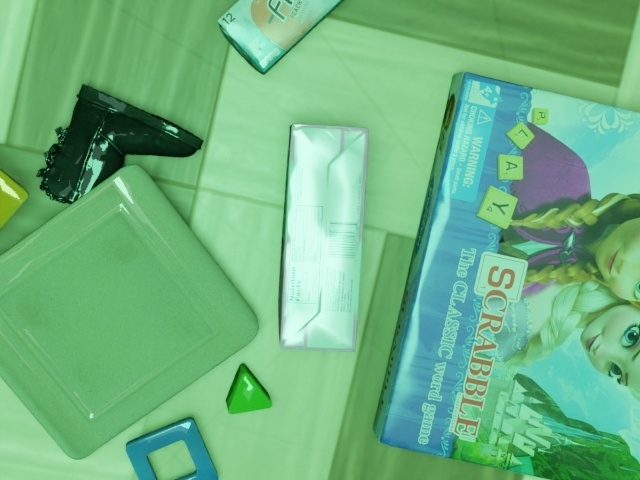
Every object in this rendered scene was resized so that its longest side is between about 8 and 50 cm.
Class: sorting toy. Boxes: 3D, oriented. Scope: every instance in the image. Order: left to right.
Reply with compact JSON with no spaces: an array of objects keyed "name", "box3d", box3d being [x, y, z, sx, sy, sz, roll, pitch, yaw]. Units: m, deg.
[{"name":"sorting toy","box3d":[-0.179,0.057,1.101,0.196,0.047,0.347,-36,105,1]}]

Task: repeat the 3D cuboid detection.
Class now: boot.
[{"name":"boot","box3d":[-0.169,-0.065,1.105,0.121,0.045,0.099,23,92,1]}]

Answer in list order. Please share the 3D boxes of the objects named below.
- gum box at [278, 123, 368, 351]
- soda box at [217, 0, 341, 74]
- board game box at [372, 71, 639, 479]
[{"name":"gum box","box3d":[0.000,0.000,1.086,0.062,0.107,0.188,3,94,-3]},{"name":"soda box","box3d":[-0.001,-0.218,1.092,0.183,0.063,0.058,-44,95,1]},{"name":"board game box","box3d":[0.233,0.047,1.122,0.318,0.066,0.318,12,94,-4]}]
